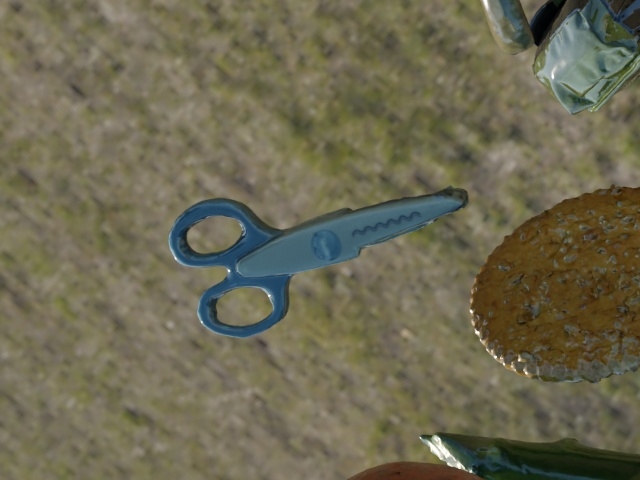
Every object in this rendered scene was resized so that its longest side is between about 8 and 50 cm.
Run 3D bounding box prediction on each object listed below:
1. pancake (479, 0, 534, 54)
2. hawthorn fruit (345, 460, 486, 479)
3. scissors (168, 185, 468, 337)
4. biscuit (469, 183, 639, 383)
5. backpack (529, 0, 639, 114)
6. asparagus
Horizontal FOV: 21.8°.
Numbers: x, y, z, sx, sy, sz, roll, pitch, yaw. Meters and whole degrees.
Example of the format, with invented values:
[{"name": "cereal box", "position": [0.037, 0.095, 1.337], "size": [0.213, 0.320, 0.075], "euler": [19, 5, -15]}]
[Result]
[{"name": "pancake", "position": [0.115, -0.255, 1.326], "size": [0.222, 0.042, 0.236], "euler": [54, -162, -57]}, {"name": "hawthorn fruit", "position": [0.106, 0.338, 1.627], "size": [0.276, 0.276, 0.307], "euler": [33, -161, 11]}, {"name": "scissors", "position": [0.000, 0.000, 1.512], "size": [0.289, 0.041, 0.138], "euler": [-17, 101, 20]}, {"name": "biscuit", "position": [0.256, 0.034, 1.537], "size": [0.254, 0.254, 0.035], "euler": [14, 142, 44]}, {"name": "backpack", "position": [0.352, -0.271, 1.885], "size": [0.140, 0.253, 0.207], "euler": [45, 154, 3]}, {"name": "asparagus", "position": [0.276, 0.259, 1.824], "size": [0.343, 0.085, 0.082], "euler": [7, 145, 6]}]
